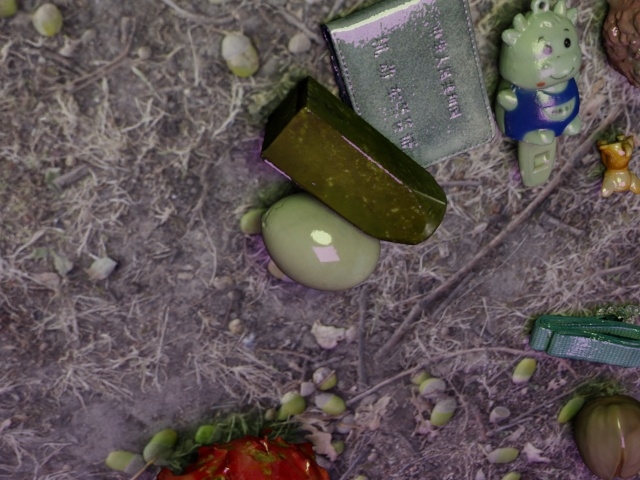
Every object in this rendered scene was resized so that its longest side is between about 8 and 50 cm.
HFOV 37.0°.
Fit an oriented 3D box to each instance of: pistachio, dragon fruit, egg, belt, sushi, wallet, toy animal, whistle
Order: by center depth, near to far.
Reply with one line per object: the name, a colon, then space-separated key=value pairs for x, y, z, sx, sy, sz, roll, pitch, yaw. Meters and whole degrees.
wallet: x=0.107 y=-0.176 z=1.081 sx=0.167 sy=0.036 sz=0.222 roll=-22 pitch=128 yaw=-4
whistle: x=0.253 y=-0.166 z=1.104 sx=0.110 sy=0.092 sz=0.244 roll=-21 pitch=127 yaw=-18
sushi: x=0.448 y=-0.257 z=1.106 sx=0.241 sy=0.107 sz=0.161 roll=-23 pitch=132 yaw=-4
egg: x=0.000 y=0.000 z=1.116 sx=0.152 sy=0.114 sz=0.114 roll=21 pitch=114 yaw=-24
toy animal: x=0.384 y=-0.091 z=1.220 sx=0.060 sy=0.081 sz=0.083 roll=-18 pitch=108 yaw=-10
dragon fruit: x=-0.105 y=0.361 z=1.276 sx=0.268 sy=0.205 sz=0.210 roll=16 pitch=124 yaw=-31
belt: x=0.389 y=0.133 z=1.386 sx=0.179 sy=0.100 sz=0.065 roll=8 pitch=123 yaw=-6
pistachio: x=0.458 y=0.309 z=1.491 sx=0.124 sy=0.124 sz=0.185 roll=-22 pitch=128 yaw=-4

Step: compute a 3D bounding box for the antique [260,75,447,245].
antique: x=0.044 y=-0.076 z=1.061 sx=0.221 sy=0.080 sz=0.081 roll=35 pitch=122 yaw=-20
